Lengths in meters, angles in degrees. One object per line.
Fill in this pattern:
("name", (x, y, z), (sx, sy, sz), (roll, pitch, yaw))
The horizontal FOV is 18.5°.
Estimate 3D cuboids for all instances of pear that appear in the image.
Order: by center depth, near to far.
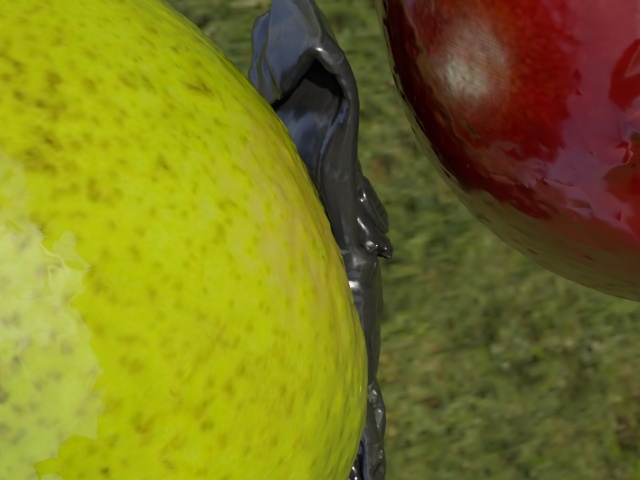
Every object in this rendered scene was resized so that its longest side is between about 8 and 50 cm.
("pear", (-0.154, 0.043, 0.939), (0.391, 0.391, 0.391), (11, 106, 45))

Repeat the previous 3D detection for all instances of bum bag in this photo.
("bum bag", (0.000, 0.000, 1.106), (0.137, 0.074, 0.310), (-134, 36, -62))

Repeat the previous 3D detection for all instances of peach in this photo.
("peach", (0.183, -0.143, 1.037), (0.310, 0.406, 0.335), (24, 80, 33))
